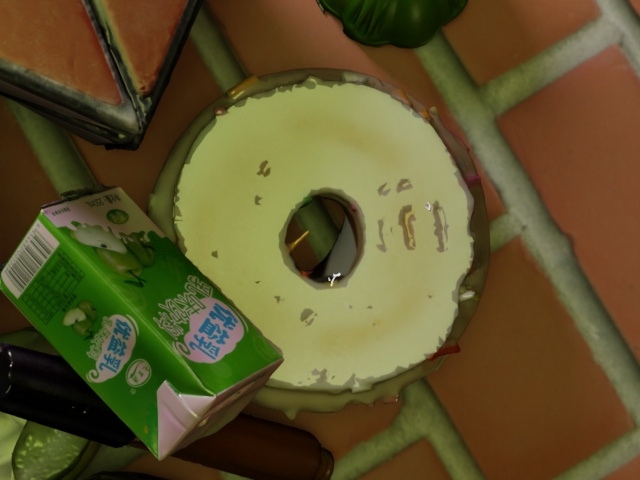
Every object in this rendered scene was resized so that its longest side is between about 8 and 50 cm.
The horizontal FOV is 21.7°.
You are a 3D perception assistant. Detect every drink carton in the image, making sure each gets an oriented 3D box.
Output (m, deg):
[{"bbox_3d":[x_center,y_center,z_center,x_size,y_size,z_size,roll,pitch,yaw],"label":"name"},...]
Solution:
[{"bbox_3d":[-0.184,0.077,1.679,0.271,0.161,0.108,46,116,10],"label":"drink carton"}]

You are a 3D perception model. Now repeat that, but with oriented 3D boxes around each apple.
[{"bbox_3d":[-0.328,0.194,1.791,0.188,0.173,0.207,-21,45,-21],"label":"apple"}]

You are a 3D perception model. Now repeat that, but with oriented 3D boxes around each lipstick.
[{"bbox_3d":[-0.159,0.192,1.750,0.418,0.077,0.077,21,87,-33],"label":"lipstick"}]

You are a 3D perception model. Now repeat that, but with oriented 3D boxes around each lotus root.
[{"bbox_3d":[0.085,-0.306,1.824,0.186,0.186,0.186,0,88,-1],"label":"lotus root"}]

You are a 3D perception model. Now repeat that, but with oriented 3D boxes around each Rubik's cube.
[{"bbox_3d":[-0.278,-0.282,1.727,0.305,0.310,0.307,22,87,-17],"label":"Rubik's cube"}]

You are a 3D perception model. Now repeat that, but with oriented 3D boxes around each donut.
[{"bbox_3d":[0.000,0.000,1.820,0.383,0.142,0.382,0,89,-1],"label":"donut"}]

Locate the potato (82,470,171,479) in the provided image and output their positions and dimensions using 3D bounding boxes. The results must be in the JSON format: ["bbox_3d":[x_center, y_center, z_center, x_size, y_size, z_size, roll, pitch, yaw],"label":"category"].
[{"bbox_3d":[-0.206,0.304,1.762,0.149,0.251,0.113,24,110,24],"label":"potato"}]
